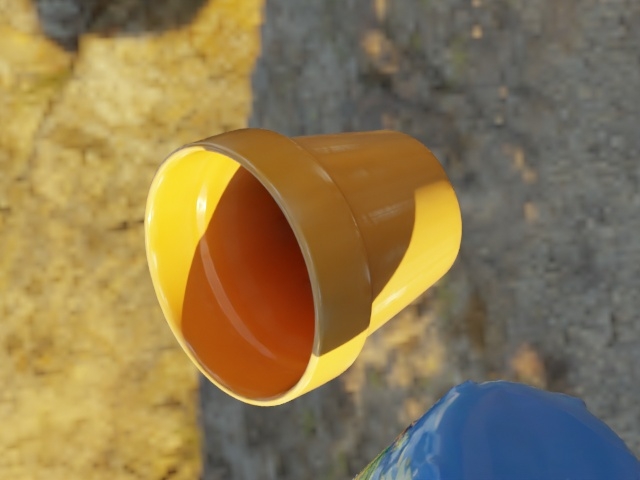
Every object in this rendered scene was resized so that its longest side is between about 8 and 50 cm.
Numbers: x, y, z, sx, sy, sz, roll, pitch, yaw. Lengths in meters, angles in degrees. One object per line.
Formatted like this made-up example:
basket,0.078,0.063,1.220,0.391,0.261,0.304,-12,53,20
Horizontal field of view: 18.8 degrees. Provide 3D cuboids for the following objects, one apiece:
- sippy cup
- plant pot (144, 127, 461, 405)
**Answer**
sippy cup,0.091,0.212,1.182,0.240,0.305,0.224,43,130,16
plant pot,0.000,0.000,1.482,0.205,0.188,0.205,25,125,42
